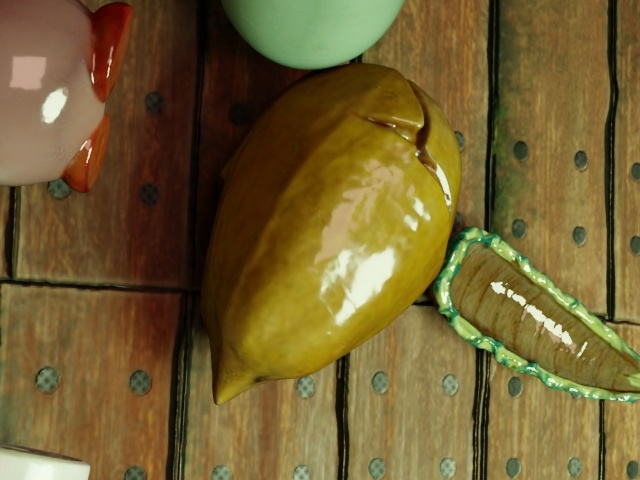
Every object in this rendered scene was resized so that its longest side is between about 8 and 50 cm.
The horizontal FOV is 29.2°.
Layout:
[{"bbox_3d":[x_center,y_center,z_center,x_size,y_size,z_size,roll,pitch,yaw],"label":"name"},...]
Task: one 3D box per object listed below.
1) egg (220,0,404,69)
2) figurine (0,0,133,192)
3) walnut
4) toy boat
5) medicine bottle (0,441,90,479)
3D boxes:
[{"bbox_3d":[-0.005,-0.242,1.006,0.168,0.231,0.168,3,55,-4],"label":"egg"},{"bbox_3d":[-0.247,-0.126,0.962,0.173,0.173,0.173,2,85,-29],"label":"figurine"},{"bbox_3d":[0.000,0.000,1.073,0.209,0.209,0.336,35,78,-23],"label":"walnut"},{"bbox_3d":[0.225,0.091,1.249,0.293,0.099,0.108,32,71,-16],"label":"toy boat"},{"bbox_3d":[-0.272,0.278,0.919,0.152,0.152,0.254,17,79,-27],"label":"medicine bottle"}]
